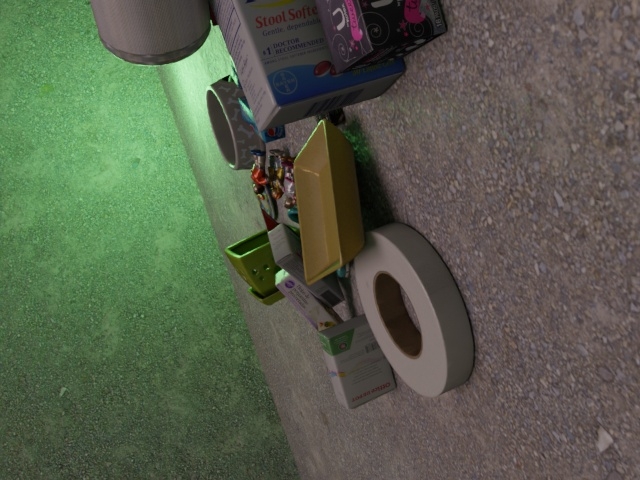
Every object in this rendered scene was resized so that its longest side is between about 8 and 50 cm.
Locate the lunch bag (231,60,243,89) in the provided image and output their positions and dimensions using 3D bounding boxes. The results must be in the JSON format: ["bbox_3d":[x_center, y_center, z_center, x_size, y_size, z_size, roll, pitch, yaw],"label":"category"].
[{"bbox_3d":[-0.235,-0.519,1.951,0.098,0.067,0.065,57,159,32],"label":"lunch bag"}]

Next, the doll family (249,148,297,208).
[{"bbox_3d":[-0.107,-0.178,1.907,0.263,0.118,0.163,28,126,47],"label":"doll family"}]

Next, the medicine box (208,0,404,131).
[{"bbox_3d":[-0.031,-0.386,1.167,0.289,0.263,0.149,69,162,2],"label":"medicine box"}]

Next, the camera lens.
[{"bbox_3d":[-0.323,-0.484,1.172,0.219,0.219,0.274,59,160,32],"label":"camera lens"}]

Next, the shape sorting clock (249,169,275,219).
[{"bbox_3d":[-0.214,-0.164,2.317,0.206,0.040,0.206,56,158,38],"label":"shape sorting clock"}]

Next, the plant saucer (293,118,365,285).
[{"bbox_3d":[0.021,-0.078,1.502,0.333,0.080,0.333,143,122,-71],"label":"plant saucer"}]

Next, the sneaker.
[{"bbox_3d":[0.000,0.000,1.745,0.275,0.110,0.107,57,158,33],"label":"sneaker"}]

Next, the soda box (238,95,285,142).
[{"bbox_3d":[-0.182,-0.380,1.948,0.210,0.067,0.071,-129,26,-47],"label":"soda box"}]

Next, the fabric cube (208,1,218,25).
[{"bbox_3d":[-0.161,-0.646,1.291,0.258,0.259,0.254,58,158,27],"label":"fabric cube"}]

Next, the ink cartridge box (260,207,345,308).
[{"bbox_3d":[-0.051,0.038,1.812,0.275,0.060,0.239,43,-161,-42],"label":"ink cartridge box"}]

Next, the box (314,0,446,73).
[{"bbox_3d":[0.075,-0.419,1.019,0.163,0.142,0.247,2,111,71],"label":"box"}]

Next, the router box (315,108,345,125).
[{"bbox_3d":[0.009,-0.325,1.485,0.092,0.038,0.123,-5,104,71],"label":"router box"}]

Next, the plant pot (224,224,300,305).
[{"bbox_3d":[-0.171,0.086,2.174,0.207,0.228,0.227,67,164,-15],"label":"plant pot"}]

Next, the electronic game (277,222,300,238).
[{"bbox_3d":[-0.074,0.043,1.970,0.229,0.048,0.229,54,-169,-15],"label":"electronic game"}]

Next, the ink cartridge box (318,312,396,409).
[{"bbox_3d":[0.100,0.328,1.726,0.093,0.154,0.213,15,123,69],"label":"ink cartridge box"}]

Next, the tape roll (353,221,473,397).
[{"bbox_3d":[0.194,0.152,1.397,0.392,0.072,0.392,57,159,37],"label":"tape roll"}]

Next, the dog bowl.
[{"bbox_3d":[-0.306,-0.407,2.232,0.349,0.102,0.349,56,158,36],"label":"dog bowl"}]

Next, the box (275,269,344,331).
[{"bbox_3d":[-0.008,0.206,1.828,0.324,0.063,0.067,50,-166,-22],"label":"box"}]
